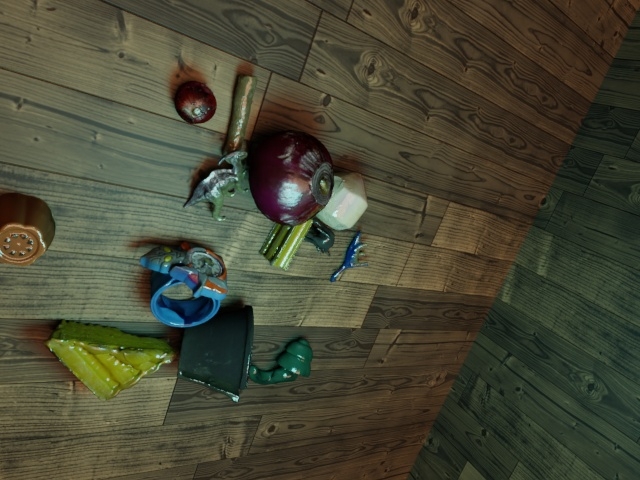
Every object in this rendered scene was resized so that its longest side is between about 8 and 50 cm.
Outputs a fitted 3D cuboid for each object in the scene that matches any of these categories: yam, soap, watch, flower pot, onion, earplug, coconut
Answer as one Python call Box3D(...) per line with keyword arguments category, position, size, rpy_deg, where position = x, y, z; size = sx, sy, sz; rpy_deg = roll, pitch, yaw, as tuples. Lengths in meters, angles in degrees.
Box3D(category="yam", position=(-0.273, -0.404, 1.513), size=(0.066, 0.066, 0.299), rpy_deg=(3, 112, -34))
Box3D(category="soap", position=(-0.705, 0.346, 1.549), size=(0.304, 0.169, 0.338), rpy_deg=(-32, 128, -16))
Box3D(category="watch", position=(-0.496, 0.164, 1.567), size=(0.305, 0.241, 0.274), rpy_deg=(18, 120, -28))
Box3D(category="flower pot", position=(-0.402, 0.413, 1.717), size=(0.251, 0.379, 0.379), rpy_deg=(8, 110, -13))
Box3D(category="onion", position=(-0.386, -0.424, 1.395), size=(0.131, 0.131, 0.131), rpy_deg=(-15, 121, -27))
Box3D(category="onion", position=(-0.113, -0.205, 1.543), size=(0.260, 0.282, 0.336), rpy_deg=(-19, 128, -59))
Box3D(category="flower pot", position=(-0.849, -0.018, 1.266), size=(0.191, 0.173, 0.190), rpy_deg=(-14, 122, -25))
Box3D(category="earplug", position=(-0.165, 0.556, 2.047), size=(0.257, 0.164, 0.280), rpy_deg=(33, 80, -4))
Box3D(category="coconut", position=(0.081, -0.168, 1.773), size=(0.224, 0.224, 0.234), rpy_deg=(17, 109, -38))
Box3D(category="soap", position=(-0.134, -0.011, 1.759), size=(0.076, 0.135, 0.233), rpy_deg=(28, 96, -39))

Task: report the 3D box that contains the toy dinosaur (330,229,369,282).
Box3D(category="toy dinosaur", position=(0.121, 0.067, 2.014), size=(0.188, 0.075, 0.247), rpy_deg=(-17, 128, -17))

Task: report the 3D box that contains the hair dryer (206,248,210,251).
Box3D(category="hair dryer", position=(-0.448, 0.043, 1.654), size=(0.083, 0.026, 0.047), rpy_deg=(35, 91, -36))

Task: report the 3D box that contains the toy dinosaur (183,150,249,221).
Box3D(category="toy dinosaur", position=(-0.338, -0.190, 1.556), size=(0.294, 0.077, 0.162), rpy_deg=(-50, 137, 9))

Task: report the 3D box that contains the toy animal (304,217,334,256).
Box3D(category="toy animal", position=(-0.008, -0.005, 1.850), size=(0.082, 0.137, 0.269), rpy_deg=(-53, 172, -14))
